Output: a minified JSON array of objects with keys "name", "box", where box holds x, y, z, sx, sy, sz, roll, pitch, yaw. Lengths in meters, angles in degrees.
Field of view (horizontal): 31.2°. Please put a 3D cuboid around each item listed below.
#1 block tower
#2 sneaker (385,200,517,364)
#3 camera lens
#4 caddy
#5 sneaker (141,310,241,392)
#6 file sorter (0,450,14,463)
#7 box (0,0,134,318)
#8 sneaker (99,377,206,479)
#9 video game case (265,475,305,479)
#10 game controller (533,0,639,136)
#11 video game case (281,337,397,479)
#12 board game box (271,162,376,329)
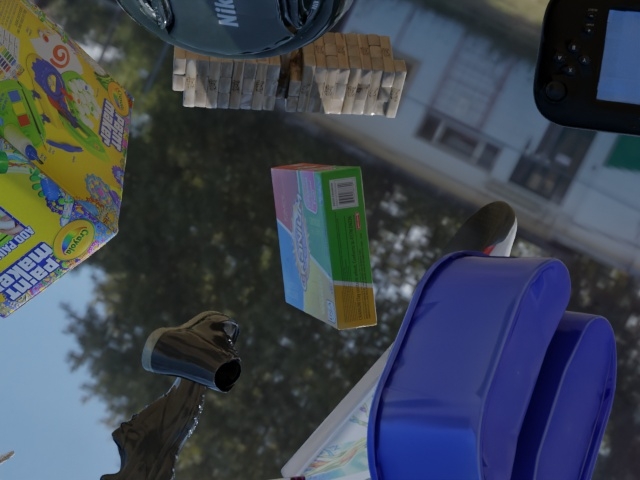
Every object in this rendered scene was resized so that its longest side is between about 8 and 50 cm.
[{"name":"block tower","box":[-0.049,-0.252,1.696,0.335,0.091,0.097,3,-134,-8]},{"name":"sneaker","box":[0.207,0.090,1.456,0.145,0.270,0.090,27,-171,-20]},{"name":"camera lens","box":[-0.070,-0.315,1.003,0.219,0.274,0.219,3,152,2]},{"name":"caddy","box":[0.174,0.169,1.230,0.179,0.341,0.241,-5,140,43]},{"name":"sneaker","box":[-0.144,0.163,1.598,0.118,0.083,0.222,20,-166,20]},{"name":"file sorter","box":[-0.505,0.409,1.622,0.278,0.192,0.173,62,-151,-3]},{"name":"box","box":[-0.365,-0.127,1.238,0.279,0.177,0.290,44,-158,-29]},{"name":"sneaker","box":[-0.283,0.324,1.963,0.130,0.286,0.109,22,153,1]},{"name":"video game case","box":[-0.102,0.474,1.693,0.210,0.232,0.041,-15,162,39]},{"name":"game controller","box":[0.394,-0.190,1.237,0.319,0.167,0.067,9,-167,19]},{"name":"video game case","box":[0.138,0.318,1.913,0.300,0.329,0.036,33,-168,-41]},{"name":"board game box","box":[0.000,0.000,1.842,0.064,0.242,0.316,-8,-174,-15]}]
